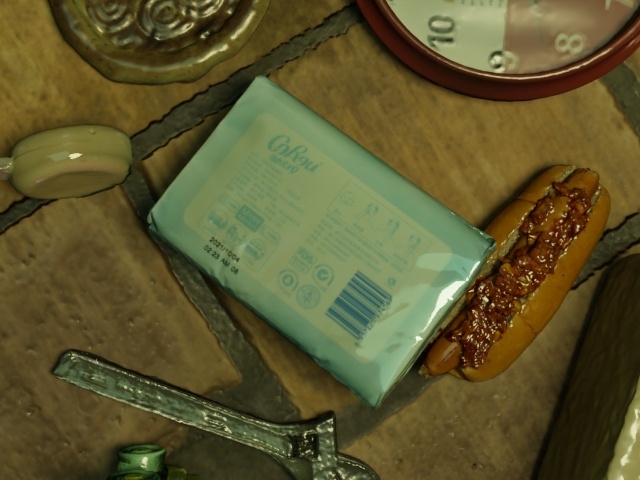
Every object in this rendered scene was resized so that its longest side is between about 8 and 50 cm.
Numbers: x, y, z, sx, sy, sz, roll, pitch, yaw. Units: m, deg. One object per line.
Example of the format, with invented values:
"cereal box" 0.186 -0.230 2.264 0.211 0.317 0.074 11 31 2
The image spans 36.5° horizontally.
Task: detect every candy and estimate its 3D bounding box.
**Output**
"candy" 0.293 0.168 0.849 0.135 0.179 0.320 17 90 -3

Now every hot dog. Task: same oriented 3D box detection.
"hot dog" 0.179 0.036 0.896 0.102 0.076 0.249 40 88 -5

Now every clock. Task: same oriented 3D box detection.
"clock" 0.177 -0.286 0.895 0.319 0.080 0.318 0 92 2

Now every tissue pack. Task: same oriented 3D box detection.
"tissue pack" 0.000 0.000 0.863 0.263 0.089 0.177 37 88 14

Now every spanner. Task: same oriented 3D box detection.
"spanner" -0.095 0.172 0.914 0.326 0.026 0.093 20 90 0

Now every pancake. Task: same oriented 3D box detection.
"pancake" -0.147 -0.258 0.907 0.212 0.029 0.235 14 91 -3

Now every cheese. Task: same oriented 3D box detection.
"cheese" -0.255 -0.066 0.874 0.171 0.092 0.047 -13 76 -9

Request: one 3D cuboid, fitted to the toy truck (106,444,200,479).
"toy truck" -0.113 0.253 0.793 0.135 0.259 0.128 -1 90 -2
